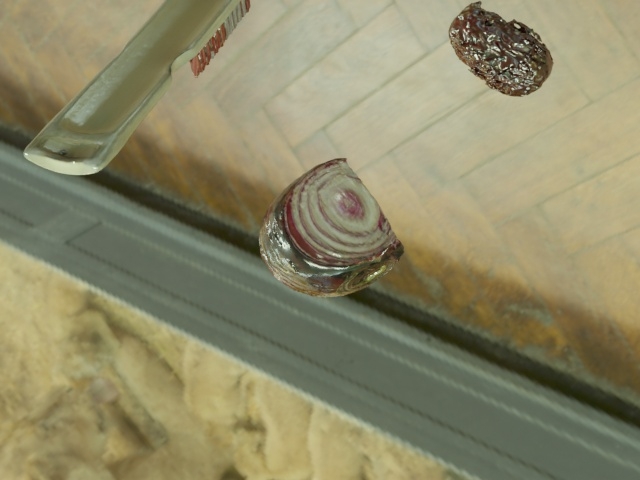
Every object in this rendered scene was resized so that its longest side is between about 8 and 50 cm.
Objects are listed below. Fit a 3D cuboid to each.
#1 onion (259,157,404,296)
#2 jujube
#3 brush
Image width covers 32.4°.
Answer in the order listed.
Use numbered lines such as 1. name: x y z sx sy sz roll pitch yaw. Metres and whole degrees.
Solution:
1. onion: -0.005 0.003 1.882 0.216 0.207 0.206 59 155 13
2. jujube: 0.258 -0.270 1.602 0.166 0.104 0.104 29 136 -8
3. brush: -0.126 -0.134 0.853 0.060 0.321 0.050 12 129 12
